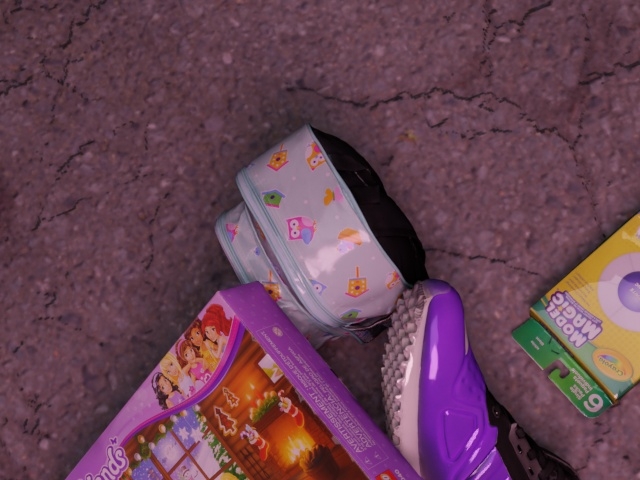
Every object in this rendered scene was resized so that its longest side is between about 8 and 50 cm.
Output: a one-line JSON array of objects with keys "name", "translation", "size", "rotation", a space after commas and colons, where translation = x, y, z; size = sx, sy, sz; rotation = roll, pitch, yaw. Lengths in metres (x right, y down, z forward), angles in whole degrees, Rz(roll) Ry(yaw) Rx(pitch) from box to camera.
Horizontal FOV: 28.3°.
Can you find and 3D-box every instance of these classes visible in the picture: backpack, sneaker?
[{"name": "backpack", "translation": [0.000, 0.000, 1.020], "size": [0.144, 0.188, 0.166], "rotation": [-28, 74, 1]}, {"name": "sneaker", "translation": [0.126, 0.167, 0.975], "size": [0.146, 0.102, 0.293], "rotation": [-4, 104, -2]}]

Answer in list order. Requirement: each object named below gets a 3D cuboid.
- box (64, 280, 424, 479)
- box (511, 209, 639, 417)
[{"name": "box", "translation": [-0.081, 0.202, 0.974], "size": [0.201, 0.057, 0.293], "rotation": [49, 119, 17]}, {"name": "box", "translation": [0.254, 0.053, 1.044], "size": [0.179, 0.043, 0.105], "rotation": [-42, 73, -2]}]
